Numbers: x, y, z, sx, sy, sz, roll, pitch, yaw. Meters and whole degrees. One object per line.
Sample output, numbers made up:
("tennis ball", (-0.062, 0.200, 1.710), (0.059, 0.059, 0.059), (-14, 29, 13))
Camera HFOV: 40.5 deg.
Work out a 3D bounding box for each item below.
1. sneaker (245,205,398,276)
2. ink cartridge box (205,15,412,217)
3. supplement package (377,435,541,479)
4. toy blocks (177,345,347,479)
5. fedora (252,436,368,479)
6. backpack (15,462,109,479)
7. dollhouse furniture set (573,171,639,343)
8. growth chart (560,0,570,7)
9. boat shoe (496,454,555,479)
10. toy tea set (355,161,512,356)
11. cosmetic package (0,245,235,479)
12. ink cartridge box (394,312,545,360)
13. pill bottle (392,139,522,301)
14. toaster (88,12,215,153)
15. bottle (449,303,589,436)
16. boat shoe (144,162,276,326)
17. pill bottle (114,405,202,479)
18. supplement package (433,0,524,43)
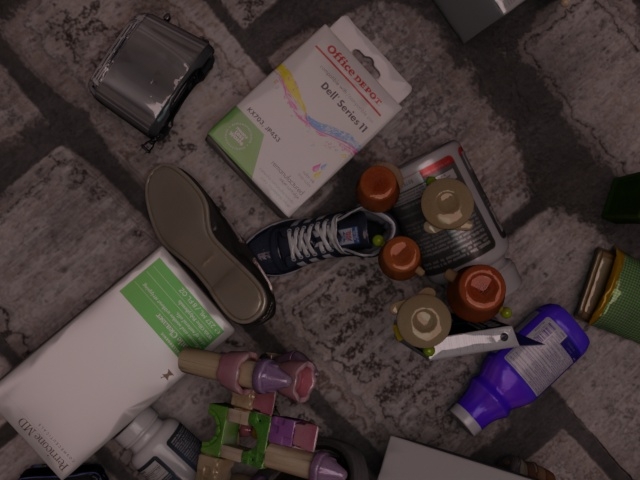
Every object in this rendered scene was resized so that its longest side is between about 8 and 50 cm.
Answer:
("sneaker", (0.000, 0.000, 1.514), (0.282, 0.153, 0.099), (-12, 91, -9))
("ink cartridge box", (-0.006, -0.230, 1.533), (0.353, 0.119, 0.207), (-45, 96, -7))
("supplement package", (0.247, 0.461, 1.474), (0.293, 0.175, 0.177), (14, 79, 19))
("toy blocks", (-0.060, 0.321, 1.368), (0.260, 0.309, 0.288), (7, 83, 28))
("fedora", (-0.017, 0.476, 1.497), (0.275, 0.244, 0.124), (-46, 125, -11))
("backpack", (-0.432, 0.469, 1.453), (0.158, 0.117, 0.173), (-3, 89, -10))
("dollhouse furniture set", (0.625, 0.044, 1.619), (0.198, 0.151, 0.301), (20, 86, -9))
("growth chart", (0.398, -0.542, 1.600), (0.021, 0.172, 0.237), (-32, 98, 32))
("boat shoe", (0.361, 0.564, 1.586), (0.117, 0.123, 0.324), (14, 89, -11))
("toy tea set", (0.178, 0.015, 1.437), (0.200, 0.124, 0.335), (-18, 79, -1))
("cosmetic package", (-0.345, 0.196, 1.454), (0.365, 0.155, 0.197), (-42, 97, -9))
("ink cartridge box", (0.257, 0.162, 1.529), (0.208, 0.206, 0.045), (-5, 94, -10))
("pill bottle", (0.235, -0.021, 1.550), (0.161, 0.161, 0.283), (-28, 94, -9))
("toaster", (-0.293, -0.276, 1.484), (0.147, 0.129, 0.227), (33, 86, -4))
("bottle", (0.362, 0.244, 1.602), (0.283, 0.092, 0.118), (-42, 95, -8))
("boat shoe", (-0.192, 0.013, 1.506), (0.112, 0.095, 0.335), (-38, 74, 6))
("pill bottle", (-0.260, 0.369, 1.488), (0.180, 0.108, 0.108), (45, 83, -6))
("supplement package", (0.266, -0.516, 1.541), (0.145, 0.204, 0.261), (-37, 95, -9))
